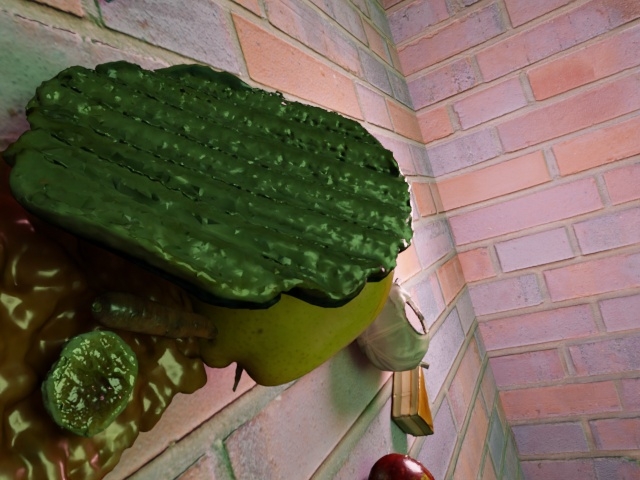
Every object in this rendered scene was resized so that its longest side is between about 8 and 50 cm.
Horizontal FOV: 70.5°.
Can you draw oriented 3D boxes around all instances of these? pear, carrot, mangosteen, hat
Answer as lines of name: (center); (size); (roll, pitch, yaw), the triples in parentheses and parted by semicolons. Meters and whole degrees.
pear: (-0.044, 0.041, 0.666); (0.285, 0.336, 0.285); (49, -3, 3)
carrot: (-0.152, 0.080, 0.446); (0.165, 0.035, 0.036); (36, 44, -56)
mangosteen: (0.146, 0.520, 0.909); (0.145, 0.181, 0.156); (41, -21, 42)
hat: (0.164, 0.214, 1.095); (0.275, 0.160, 0.232); (59, 17, -79)

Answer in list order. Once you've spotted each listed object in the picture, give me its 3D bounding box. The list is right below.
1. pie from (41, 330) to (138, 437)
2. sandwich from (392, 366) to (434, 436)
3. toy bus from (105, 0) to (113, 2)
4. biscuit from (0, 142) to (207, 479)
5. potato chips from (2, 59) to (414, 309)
pie: (-0.185, 0.116, 0.373); (0.084, 0.019, 0.085); (36, 47, -52)
sandwich: (0.245, 0.415, 1.197); (0.113, 0.079, 0.163); (56, 30, -35)
toy bus: (-0.311, -0.449, 0.558); (0.256, 0.146, 0.129); (43, 38, -53)
biscuit: (-0.256, 0.062, 0.408); (0.312, 0.110, 0.318); (-41, 112, -60)
potato chips: (-0.079, -0.077, 0.479); (0.428, 0.070, 0.359); (18, 40, -16)
